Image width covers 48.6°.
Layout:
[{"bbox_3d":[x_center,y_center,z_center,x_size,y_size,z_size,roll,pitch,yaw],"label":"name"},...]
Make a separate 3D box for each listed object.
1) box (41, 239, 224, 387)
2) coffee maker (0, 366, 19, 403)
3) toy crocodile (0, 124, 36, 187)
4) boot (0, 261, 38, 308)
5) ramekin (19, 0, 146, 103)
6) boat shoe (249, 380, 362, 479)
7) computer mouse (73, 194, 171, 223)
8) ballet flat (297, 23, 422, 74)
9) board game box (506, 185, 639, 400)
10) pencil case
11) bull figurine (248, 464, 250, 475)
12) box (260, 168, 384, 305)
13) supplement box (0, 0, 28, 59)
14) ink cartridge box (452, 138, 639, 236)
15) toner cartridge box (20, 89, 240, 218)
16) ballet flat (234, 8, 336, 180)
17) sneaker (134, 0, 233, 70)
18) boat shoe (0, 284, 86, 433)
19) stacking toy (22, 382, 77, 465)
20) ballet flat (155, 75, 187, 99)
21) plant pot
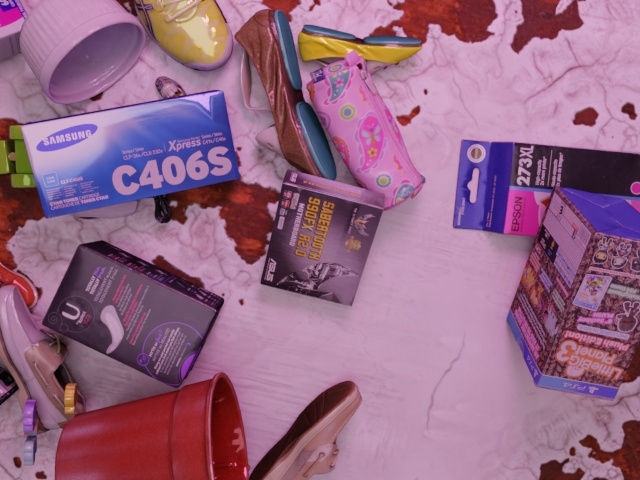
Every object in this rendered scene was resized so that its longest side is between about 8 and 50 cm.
[{"bbox_3d":[-0.337,0.131,1.307,0.270,0.143,0.165,27,92,-3],"label":"box"},{"bbox_3d":[-0.684,0.260,1.338,0.171,0.120,0.178,-34,94,26],"label":"coffee maker"},{"bbox_3d":[-0.594,-0.152,1.307,0.340,0.105,0.115,0,95,3],"label":"toy crocodile"},{"bbox_3d":[-0.606,0.077,1.328,0.158,0.084,0.059,39,90,-6],"label":"boot"},{"bbox_3d":[-0.421,-0.348,1.238,0.207,0.207,0.109,-39,86,2],"label":"ramekin"},{"bbox_3d":[-0.014,0.397,1.360,0.098,0.109,0.302,39,99,-9],"label":"boat shoe"},{"bbox_3d":[-0.385,-0.075,1.339,0.192,0.042,0.106,-7,96,-1],"label":"computer mouse"},{"bbox_3d":[0.071,-0.349,1.317,0.230,0.077,0.077,7,116,1],"label":"ballet flat"},{"bbox_3d":[0.458,0.085,1.237,0.141,0.232,0.291,11,113,-4],"label":"board game box"},{"bbox_3d":[0.084,-0.195,1.283,0.124,0.124,0.284,-28,104,1],"label":"pencil case"},{"bbox_3d":[-0.284,0.414,1.355,0.188,0.101,0.310,-40,94,1],"label":"bull figurine"},{"bbox_3d":[0.000,0.000,1.296,0.183,0.056,0.231,15,124,-2],"label":"box"},{"bbox_3d":[-0.628,-0.366,1.239,0.220,0.114,0.111,-30,96,-19],"label":"supplement box"},{"bbox_3d":[0.447,-0.092,1.348,0.370,0.069,0.176,5,95,1],"label":"ink cartridge box"},{"bbox_3d":[-0.330,-0.158,1.264,0.347,0.075,0.165,-14,106,-14],"label":"toner cartridge box"},{"bbox_3d":[-0.077,-0.248,1.306,0.124,0.116,0.342,-18,95,21],"label":"ballet flat"},{"bbox_3d":[-0.293,-0.470,1.254,0.145,0.147,0.385,-35,96,0],"label":"sneaker"},{"bbox_3d":[-0.525,0.214,1.325,0.103,0.113,0.302,-13,112,-5],"label":"boat shoe"},{"bbox_3d":[-0.529,0.355,1.293,0.166,0.052,0.221,2,116,-12],"label":"stacking toy"},{"bbox_3d":[-0.267,-0.265,1.326,0.041,0.041,0.114,-42,94,3],"label":"ballet flat"},{"bbox_3d":[-0.278,0.375,1.193,0.265,0.272,0.273,-9,95,4],"label":"plant pot"}]
